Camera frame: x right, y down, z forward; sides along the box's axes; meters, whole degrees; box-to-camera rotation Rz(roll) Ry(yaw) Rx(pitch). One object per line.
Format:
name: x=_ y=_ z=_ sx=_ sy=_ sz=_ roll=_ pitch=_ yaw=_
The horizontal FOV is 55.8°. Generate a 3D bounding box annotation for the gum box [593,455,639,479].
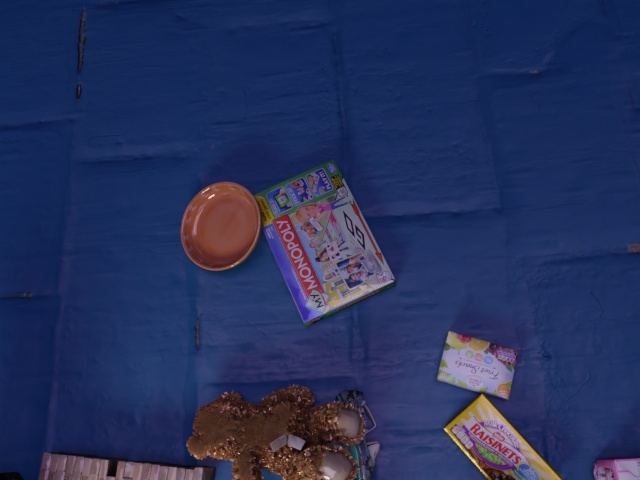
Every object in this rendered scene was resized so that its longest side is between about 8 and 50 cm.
gum box: x=0.597 y=0.418 z=1.078 sx=0.188 sy=0.107 sz=0.062 roll=-4 pitch=70 yaw=4

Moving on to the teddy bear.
teddy bear: x=-0.076 y=0.380 z=1.137 sx=0.337 sy=0.113 sz=0.245 roll=-13 pitch=49 yaw=9

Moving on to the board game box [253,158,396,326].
board game box: x=0.000 y=0.000 z=1.319 sx=0.213 sy=0.046 sz=0.317 roll=-25 pitch=70 yaw=-4

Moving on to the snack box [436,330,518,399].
snack box: x=0.311 y=0.249 z=1.204 sx=0.141 sy=0.037 sz=0.100 roll=14 pitch=74 yaw=11

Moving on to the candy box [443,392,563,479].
candy box: x=0.341 y=0.400 z=1.138 sx=0.105 sy=0.027 sz=0.206 roll=-45 pitch=72 yaw=7

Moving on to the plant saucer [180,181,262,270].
plant saucer: x=-0.215 y=-0.030 z=1.334 sx=0.199 sy=0.037 sz=0.200 roll=-5 pitch=76 yaw=20

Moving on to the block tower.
block tower: x=-0.382 y=0.472 z=1.170 sx=0.335 sy=0.091 sz=0.097 roll=1 pitch=72 yaw=7

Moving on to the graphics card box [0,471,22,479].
graphics card box: x=-0.595 y=0.519 z=1.027 sx=0.094 sy=0.371 sz=0.233 roll=-44 pitch=71 yaw=-9

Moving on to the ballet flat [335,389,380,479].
ballet flat: x=0.082 y=0.381 z=1.170 sx=0.070 sy=0.070 sz=0.189 roll=-14 pitch=73 yaw=1
